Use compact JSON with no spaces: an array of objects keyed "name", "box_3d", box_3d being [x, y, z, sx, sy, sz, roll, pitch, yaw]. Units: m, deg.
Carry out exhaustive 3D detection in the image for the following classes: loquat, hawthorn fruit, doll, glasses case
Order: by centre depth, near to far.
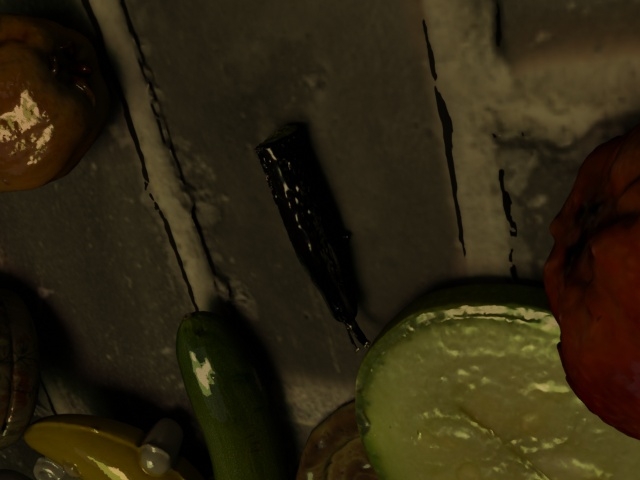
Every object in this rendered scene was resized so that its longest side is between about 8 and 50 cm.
[{"name":"hawthorn fruit","box_3d":[0.196,0.016,0.370,0.179,0.173,0.173,-13,114,8]},{"name":"loquat","box_3d":[-0.216,-0.099,0.561,0.137,0.113,0.137,3,103,13]},{"name":"doll","box_3d":[-0.198,0.255,0.779,0.237,0.111,0.252,34,130,-12]},{"name":"glasses case","box_3d":[-0.424,0.167,0.835,0.425,0.098,0.156,-24,66,38]}]

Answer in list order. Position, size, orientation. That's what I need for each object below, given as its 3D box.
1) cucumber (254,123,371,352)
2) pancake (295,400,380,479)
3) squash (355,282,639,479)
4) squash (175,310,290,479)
[{"name":"cucumber","box_3d":[0.000,0.000,0.545,0.039,0.043,0.163,-25,113,-5]},{"name":"pancake","box_3d":[0.088,0.232,0.642,0.250,0.031,0.250,12,120,22]},{"name":"squash","box_3d":[0.126,0.131,0.525,0.219,0.041,0.219,9,116,18]},{"name":"squash","box_3d":[-0.065,0.172,0.667,0.069,0.069,0.258,2,116,29]}]
